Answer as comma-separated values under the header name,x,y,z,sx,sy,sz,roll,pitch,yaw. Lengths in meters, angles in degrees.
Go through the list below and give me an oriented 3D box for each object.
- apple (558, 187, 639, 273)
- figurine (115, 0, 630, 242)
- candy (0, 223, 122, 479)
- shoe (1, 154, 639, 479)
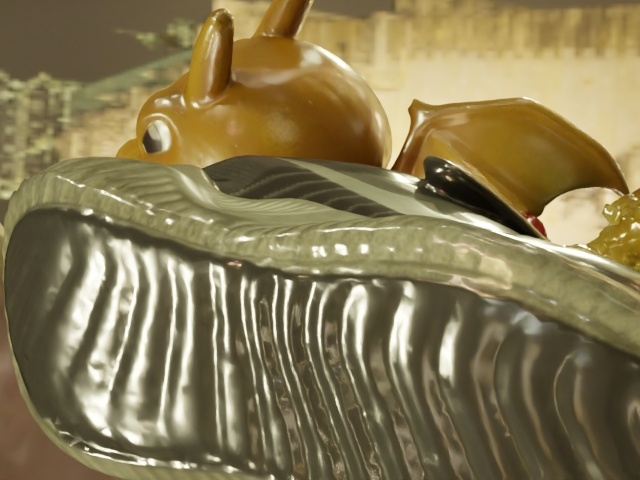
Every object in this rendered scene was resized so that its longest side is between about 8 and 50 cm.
name,x,y,z,sx,sy,sz,roll,pitch,yaw
apple,0.180,0.043,0.817,0.158,0.156,0.147,-22,-94,-13
figurine,0.028,-0.024,1.403,0.401,0.268,0.387,-41,-92,13
candy,-0.229,0.046,0.752,0.145,0.359,0.208,-57,-41,-15
shoe,0.025,0.022,0.412,0.112,0.227,0.099,-28,-56,-52
